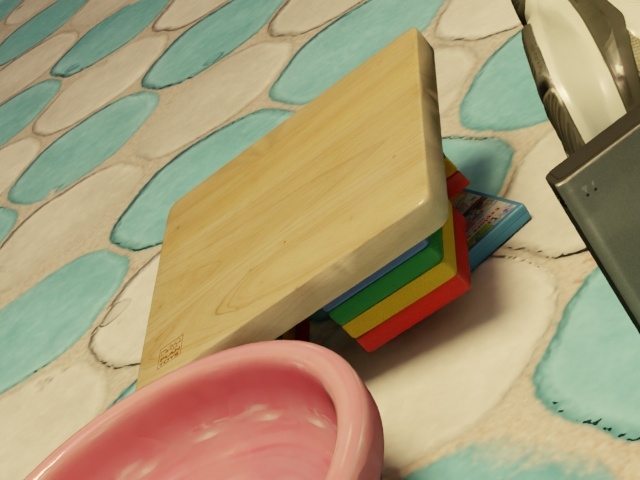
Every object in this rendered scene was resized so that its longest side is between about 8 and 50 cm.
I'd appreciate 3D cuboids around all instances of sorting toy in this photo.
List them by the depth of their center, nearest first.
[{"bbox_3d":[0.000,0.000,1.181,0.257,0.089,0.255,-35,26,21],"label":"sorting toy"}]

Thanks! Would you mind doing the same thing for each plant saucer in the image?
[{"bbox_3d":[-0.094,0.201,0.960,0.332,0.084,0.332,-30,24,15],"label":"plant saucer"}]

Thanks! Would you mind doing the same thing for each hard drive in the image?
[{"bbox_3d":[0.197,-0.010,0.906,0.094,0.135,0.022,-37,26,-4],"label":"hard drive"}]

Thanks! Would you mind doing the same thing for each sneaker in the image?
[{"bbox_3d":[0.273,-0.194,1.187,0.257,0.169,0.447,-21,33,11],"label":"sneaker"}]

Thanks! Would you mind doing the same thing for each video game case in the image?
[{"bbox_3d":[0.072,0.002,1.215,0.119,0.015,0.166,-40,23,-14],"label":"video game case"}]
